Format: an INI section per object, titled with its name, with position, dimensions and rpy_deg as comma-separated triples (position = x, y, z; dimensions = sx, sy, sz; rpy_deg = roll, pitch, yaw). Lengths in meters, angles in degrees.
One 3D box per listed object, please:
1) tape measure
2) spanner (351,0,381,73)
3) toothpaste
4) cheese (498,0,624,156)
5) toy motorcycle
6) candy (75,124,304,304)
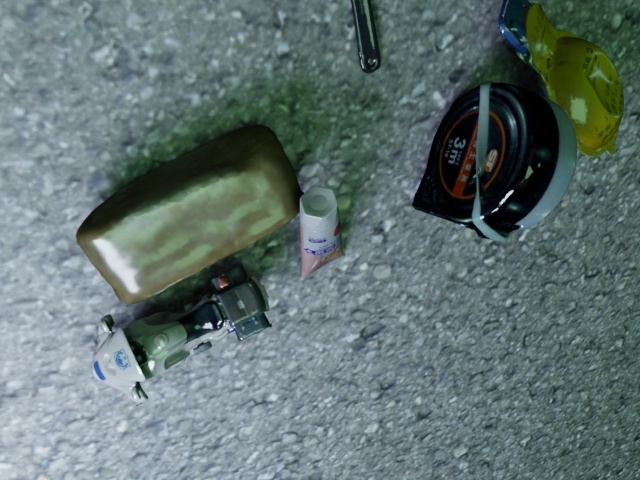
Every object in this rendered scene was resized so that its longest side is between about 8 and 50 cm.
[tape measure]
position = 0.211, -0.095, 0.614
dimensions = 0.107, 0.181, 0.182
rpy_deg = 8, 108, -29
[spanner]
position = 0.042, -0.289, 0.553
dimensions = 0.046, 0.012, 0.209
rpy_deg = -22, 120, -14
[toothpaste]
position = 0.000, 0.000, 0.602
dimensions = 0.067, 0.043, 0.194
rpy_deg = -29, 159, -10
[cheese]
position = 0.317, -0.213, 0.651
dimensions = 0.270, 0.069, 0.177
rpy_deg = 36, 62, -26
[toy motorcycle]
position = -0.159, 0.105, 0.576
dimensions = 0.221, 0.150, 0.102
rpy_deg = -26, 85, -12
[candy]
position = -0.134, -0.031, 0.545
dimensions = 0.233, 0.102, 0.104
rpy_deg = -27, 120, -7
